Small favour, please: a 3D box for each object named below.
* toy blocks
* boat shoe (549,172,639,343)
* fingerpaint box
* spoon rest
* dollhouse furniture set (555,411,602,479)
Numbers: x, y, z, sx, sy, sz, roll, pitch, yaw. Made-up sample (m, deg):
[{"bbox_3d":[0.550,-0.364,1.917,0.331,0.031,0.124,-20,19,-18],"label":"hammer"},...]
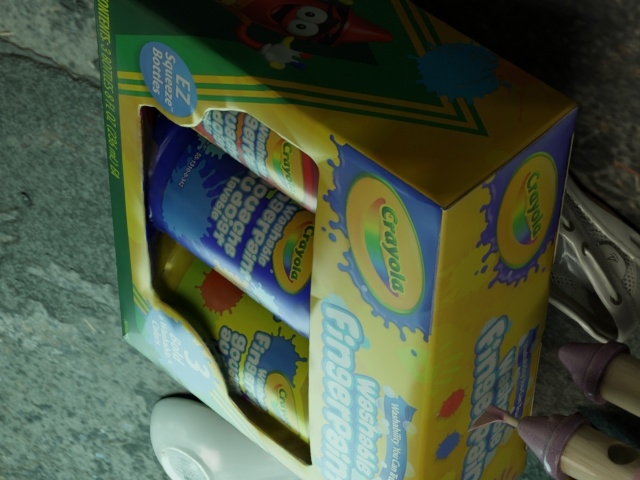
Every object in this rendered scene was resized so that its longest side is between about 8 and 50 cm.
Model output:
[{"bbox_3d":[0.305,0.115,1.559,0.260,0.288,0.309,27,136,31],"label":"toy blocks"},{"bbox_3d":[0.163,-0.016,1.650,0.277,0.096,0.098,36,141,-5],"label":"boat shoe"},{"bbox_3d":[0.000,0.000,1.635,0.371,0.163,0.444,35,145,27],"label":"fingerpaint box"},{"bbox_3d":[-0.069,0.243,2.102,0.276,0.084,0.137,23,141,32],"label":"spoon rest"},{"bbox_3d":[0.244,0.329,1.720,0.152,0.374,0.201,39,101,-15],"label":"dollhouse furniture set"}]
